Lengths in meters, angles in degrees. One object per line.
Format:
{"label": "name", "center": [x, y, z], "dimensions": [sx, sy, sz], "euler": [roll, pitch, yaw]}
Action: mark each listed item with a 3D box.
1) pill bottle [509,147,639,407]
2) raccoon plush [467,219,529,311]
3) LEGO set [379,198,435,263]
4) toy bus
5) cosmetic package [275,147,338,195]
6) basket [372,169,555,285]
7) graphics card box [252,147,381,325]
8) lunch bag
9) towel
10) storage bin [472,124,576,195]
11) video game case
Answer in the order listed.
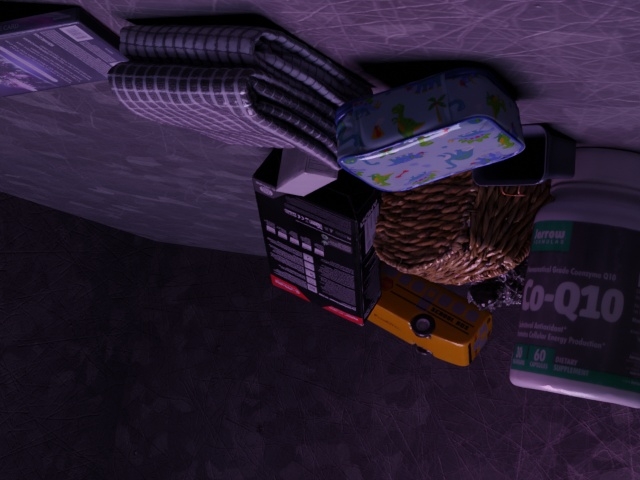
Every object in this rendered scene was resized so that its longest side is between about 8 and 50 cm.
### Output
{"label": "pill bottle", "center": [0.412, 0.057, 1.450], "dimensions": [0.204, 0.360, 0.204], "euler": [10, 173, 1]}
{"label": "raccoon plush", "center": [0.476, 0.051, 1.977], "dimensions": [0.299, 0.216, 0.446], "euler": [12, -175, 13]}
{"label": "LEGO set", "center": [0.121, -0.038, 2.167], "dimensions": [0.332, 0.192, 0.255], "euler": [10, 145, -20]}
{"label": "toy bus", "center": [0.193, 0.144, 2.072], "dimensions": [0.333, 0.130, 0.108], "euler": [28, 157, 25]}
{"label": "cosmetic package", "center": [-0.019, -0.138, 1.627], "dimensions": [0.061, 0.098, 0.239], "euler": [13, 174, -13]}
{"label": "basket", "center": [0.259, -0.022, 1.664], "dimensions": [0.223, 0.213, 0.299], "euler": [15, 172, -26]}
{"label": "graphics card box", "center": [0.000, 0.000, 1.909], "dimensions": [0.233, 0.094, 0.371], "euler": [24, 151, 21]}
{"label": "lunch bag", "center": [0.139, -0.136, 1.230], "dimensions": [0.219, 0.090, 0.176], "euler": [-16, 159, 29]}
{"label": "towel", "center": [-0.101, -0.185, 1.268], "dimensions": [0.235, 0.121, 0.284], "euler": [7, 173, 34]}
{"label": "storage bin", "center": [0.302, -0.112, 1.401], "dimensions": [0.091, 0.098, 0.135], "euler": [3, 180, -38]}
{"label": "video game case", "center": [-0.406, -0.251, 1.327], "dimensions": [0.274, 0.026, 0.196], "euler": [-6, 169, 15]}
